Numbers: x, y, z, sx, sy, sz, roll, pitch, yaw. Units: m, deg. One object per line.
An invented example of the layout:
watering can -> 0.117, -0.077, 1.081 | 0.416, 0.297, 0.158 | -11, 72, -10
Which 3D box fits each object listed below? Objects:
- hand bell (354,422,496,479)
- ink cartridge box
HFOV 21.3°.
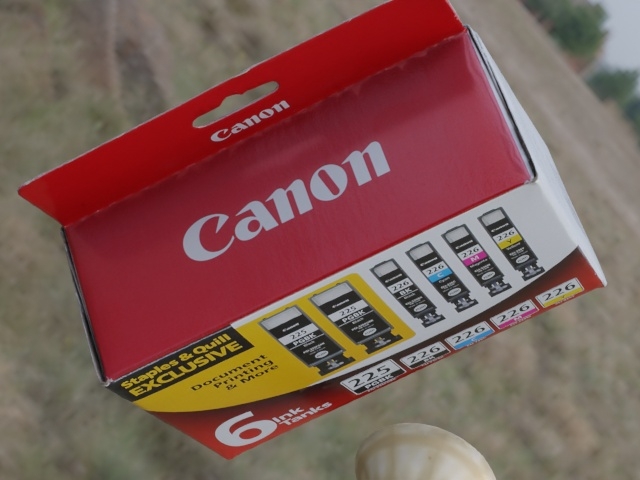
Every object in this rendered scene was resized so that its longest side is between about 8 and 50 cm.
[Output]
hand bell -> 0.055, 0.271, 1.359 | 0.126, 0.126, 0.242 | 46, 37, -14
ink cartridge box -> 0.000, 0.000, 1.130 | 0.272, 0.309, 0.130 | 44, 23, -60
